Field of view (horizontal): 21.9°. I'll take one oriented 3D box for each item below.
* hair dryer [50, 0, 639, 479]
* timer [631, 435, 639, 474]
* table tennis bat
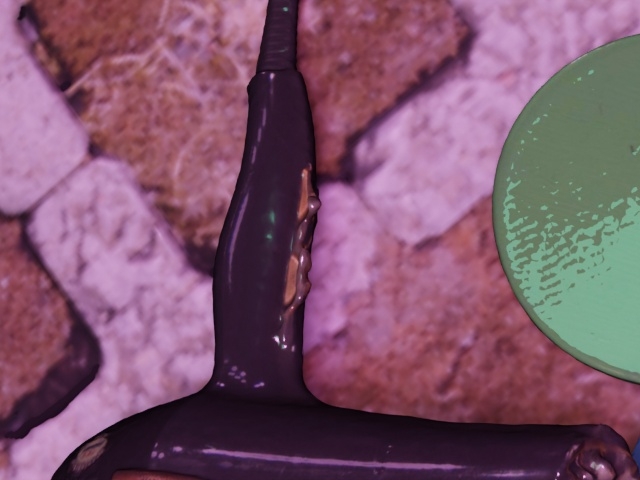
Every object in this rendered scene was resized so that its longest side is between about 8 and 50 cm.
[{"bbox_3d":[0.000,0.000,0.737,0.304,0.120,0.359,-16,65,43],"label":"hair dryer"},{"bbox_3d":[0.227,0.174,0.632,0.250,0.091,0.232,26,66,1],"label":"timer"},{"bbox_3d":[0.197,-0.002,0.725,0.257,0.039,0.160,17,92,24],"label":"table tennis bat"}]
